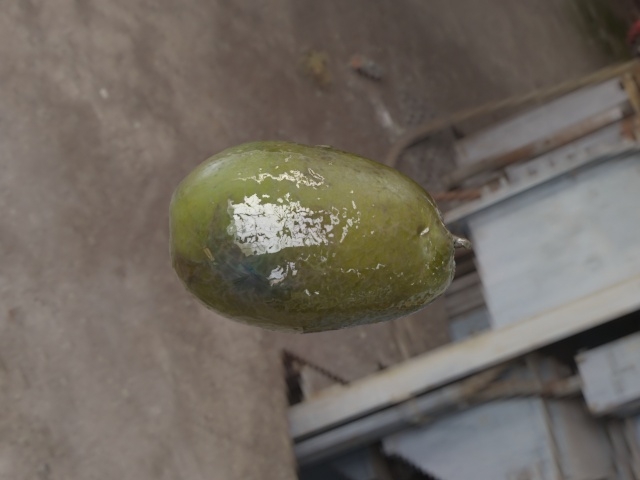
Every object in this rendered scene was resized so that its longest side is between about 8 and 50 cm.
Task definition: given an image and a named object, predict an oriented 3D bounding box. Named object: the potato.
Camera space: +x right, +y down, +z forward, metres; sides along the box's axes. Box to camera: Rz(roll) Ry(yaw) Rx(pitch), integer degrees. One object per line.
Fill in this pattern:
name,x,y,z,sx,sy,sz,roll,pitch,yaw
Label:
potato,0.000,0.000,1.232,0.159,0.251,0.174,103,-15,-53
